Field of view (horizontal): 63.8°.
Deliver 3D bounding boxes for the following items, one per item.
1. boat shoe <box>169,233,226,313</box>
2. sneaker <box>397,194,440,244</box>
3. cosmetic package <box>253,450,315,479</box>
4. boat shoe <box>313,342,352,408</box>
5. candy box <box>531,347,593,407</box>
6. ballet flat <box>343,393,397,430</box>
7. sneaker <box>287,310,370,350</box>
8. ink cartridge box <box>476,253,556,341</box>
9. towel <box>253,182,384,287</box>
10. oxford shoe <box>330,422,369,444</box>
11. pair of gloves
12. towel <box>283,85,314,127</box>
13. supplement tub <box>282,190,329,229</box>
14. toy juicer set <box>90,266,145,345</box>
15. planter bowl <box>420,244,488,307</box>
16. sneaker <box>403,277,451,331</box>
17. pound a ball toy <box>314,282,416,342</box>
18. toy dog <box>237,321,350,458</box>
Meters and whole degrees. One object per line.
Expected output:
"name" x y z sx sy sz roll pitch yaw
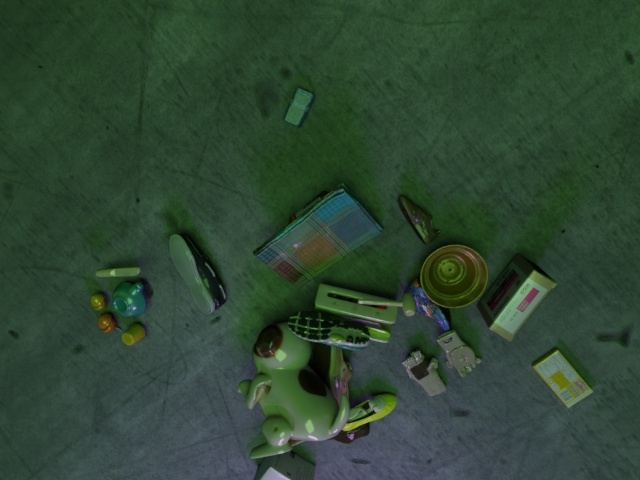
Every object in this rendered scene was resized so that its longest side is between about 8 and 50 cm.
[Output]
"boat shoe" -0.426 0.106 1.796 0.114 0.091 0.302 -8 107 41
"sneaker" 0.325 -0.079 1.696 0.071 0.066 0.188 -34 104 -4
"cosmetic package" -0.139 0.896 1.926 0.184 0.151 0.151 34 104 -4
"boat shoe" 0.050 0.463 1.833 0.110 0.122 0.340 -7 105 -29
"candy box" 0.842 0.479 1.791 0.105 0.027 0.206 -40 97 11
"ballet flat" 0.167 0.605 1.833 0.231 0.077 0.077 -25 135 -5
"sneaker" 0.024 0.312 1.692 0.276 0.107 0.110 15 144 2
"ink cartridge box" 0.621 0.177 1.654 0.088 0.193 0.234 32 104 -3
"towel" 0.000 0.000 1.678 0.370 0.040 0.271 -36 135 13
"oxford shoe" 0.072 0.716 1.898 0.228 0.083 0.096 -13 106 10
"pair of gloves" 0.421 0.428 1.805 0.240 0.042 0.204 -38 110 17
"towel" -0.069 -0.429 1.658 0.067 0.029 0.119 27 104 -1
"supplement tub" -0.031 -0.067 1.703 0.198 0.106 0.106 -38 97 13
"toy juicer set" -0.723 0.204 1.855 0.210 0.089 0.328 17 114 15
"planter bowl" 0.436 0.108 1.707 0.218 0.090 0.217 1 104 4
"sneaker" 0.370 0.225 1.758 0.087 0.083 0.221 -34 98 32
"pound a ball toy" 0.145 0.212 1.722 0.320 0.135 0.208 12 135 4
"toy dog" -0.111 0.478 1.730 0.395 0.285 0.407 -33 68 44
